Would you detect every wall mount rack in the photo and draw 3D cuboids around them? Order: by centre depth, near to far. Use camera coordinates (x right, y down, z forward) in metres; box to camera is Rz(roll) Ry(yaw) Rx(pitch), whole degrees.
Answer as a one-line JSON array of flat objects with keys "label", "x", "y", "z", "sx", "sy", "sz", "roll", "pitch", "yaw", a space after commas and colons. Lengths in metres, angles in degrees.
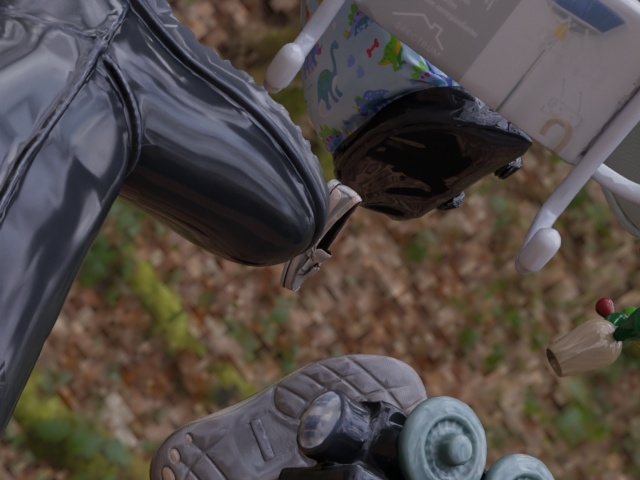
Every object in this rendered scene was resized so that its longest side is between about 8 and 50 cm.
[{"label": "wall mount rack", "x": 0.133, "y": -0.151, "z": 1.174, "sx": 0.350, "sy": 0.304, "sz": 0.130, "roll": 36, "pitch": 33, "yaw": -2}]

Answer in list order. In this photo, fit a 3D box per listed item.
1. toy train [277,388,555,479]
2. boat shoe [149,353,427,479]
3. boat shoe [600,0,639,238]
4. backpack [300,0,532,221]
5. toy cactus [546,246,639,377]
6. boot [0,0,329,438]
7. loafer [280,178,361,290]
[{"label": "toy train", "x": 0.097, "y": 0.246, "z": 1.435, "sx": 0.334, "sy": 0.142, "sz": 0.190, "roll": 37, "pitch": 64, "yaw": -29}, {"label": "boat shoe", "x": -0.046, "y": 0.224, "z": 2.340, "sx": 0.130, "sy": 0.355, "sz": 0.132, "roll": 161, "pitch": -87, "yaw": -71}, {"label": "boat shoe", "x": 0.284, "y": -0.153, "z": 1.598, "sx": 0.091, "sy": 0.114, "sz": 0.303, "roll": -15, "pitch": 107, "yaw": -51}, {"label": "backpack", "x": 0.105, "y": -0.245, "z": 2.247, "sx": 0.273, "sy": 0.290, "sz": 0.356, "roll": 23, "pitch": 63, "yaw": -23}, {"label": "toy cactus", "x": 0.313, "y": 0.079, "z": 1.970, "sx": 0.219, "sy": 0.180, "sz": 0.112, "roll": -165, "pitch": -127, "yaw": -76}, {"label": "boot", "x": -0.183, "y": 0.016, "z": 1.392, "sx": 0.367, "sy": 0.146, "sz": 0.445, "roll": 45, "pitch": 39, "yaw": -23}, {"label": "loafer", "x": 0.000, "y": 0.000, "z": 1.990, "sx": 0.039, "sy": 0.125, "sz": 0.045, "roll": 29, "pitch": 13, "yaw": 16}]
